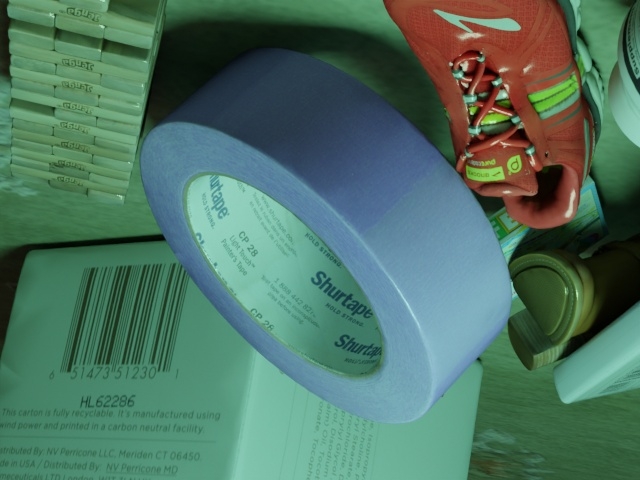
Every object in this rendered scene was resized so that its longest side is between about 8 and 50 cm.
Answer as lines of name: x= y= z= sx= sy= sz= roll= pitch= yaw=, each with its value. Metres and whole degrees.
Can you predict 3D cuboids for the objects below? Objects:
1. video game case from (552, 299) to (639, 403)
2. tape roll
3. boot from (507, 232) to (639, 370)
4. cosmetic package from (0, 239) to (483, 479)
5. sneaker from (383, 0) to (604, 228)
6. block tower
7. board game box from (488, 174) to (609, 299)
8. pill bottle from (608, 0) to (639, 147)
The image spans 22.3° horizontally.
video game case: x=0.357 y=0.039 z=1.188 sx=0.300 sy=0.036 sz=0.329 roll=-11 pitch=163 yaw=-14
tape roll: x=0.000 y=0.000 z=1.148 sx=0.275 sy=0.090 sz=0.274 roll=35 pitch=152 yaw=22
boot: x=0.224 y=0.024 z=1.253 sx=0.152 sy=0.073 sz=0.197 roll=-27 pitch=165 yaw=-9
cosmetic package: x=-0.084 y=0.216 z=1.625 sx=0.329 sy=0.327 sz=0.394 roll=-5 pitch=156 yaw=35
sneaker: x=0.116 y=-0.088 z=1.004 sx=0.107 sy=0.118 sz=0.279 roll=-1 pitch=157 yaw=28
block tower: x=-0.155 y=-0.124 z=1.080 sx=0.091 sy=0.097 sz=0.335 roll=13 pitch=161 yaw=-5
board game box: x=0.147 y=0.010 z=1.251 sx=0.154 sy=0.026 sz=0.103 roll=-34 pitch=152 yaw=0
pill bottle: x=0.228 y=-0.115 z=0.892 sx=0.108 sy=0.108 sz=0.193 roll=13 pitch=160 yaw=-7
